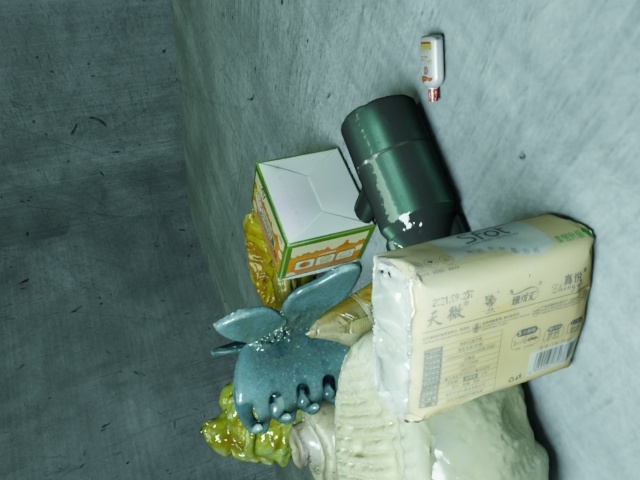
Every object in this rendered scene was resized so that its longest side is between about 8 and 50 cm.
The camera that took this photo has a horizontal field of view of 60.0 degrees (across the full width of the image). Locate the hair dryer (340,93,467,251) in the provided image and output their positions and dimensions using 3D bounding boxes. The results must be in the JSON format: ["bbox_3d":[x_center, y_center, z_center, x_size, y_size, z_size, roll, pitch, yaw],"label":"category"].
[{"bbox_3d":[0.112,-0.046,0.860,0.302,0.116,0.244,107,147,-76],"label":"hair dryer"}]

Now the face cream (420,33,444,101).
[{"bbox_3d":[0.147,-0.225,0.725,0.040,0.021,0.083,-142,41,-62],"label":"face cream"}]

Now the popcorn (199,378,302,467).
[{"bbox_3d":[-0.150,0.503,1.614,0.279,0.335,0.274,-54,29,28],"label":"popcorn"}]

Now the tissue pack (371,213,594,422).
[{"bbox_3d":[0.164,0.078,0.577,0.090,0.222,0.186,-132,33,-59],"label":"tissue pack"}]

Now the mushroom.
[{"bbox_3d":[0.026,0.491,1.331,0.255,0.184,0.255,9,100,61],"label":"mushroom"}]

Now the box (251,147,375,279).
[{"bbox_3d":[-0.022,-0.051,1.085,0.148,0.177,0.195,107,144,-58],"label":"box"}]

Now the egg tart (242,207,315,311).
[{"bbox_3d":[-0.103,0.062,1.465,0.341,0.132,0.342,166,90,-71],"label":"egg tart"}]

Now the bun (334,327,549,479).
[{"bbox_3d":[0.160,0.284,0.752,0.359,0.210,0.360,-179,90,-68],"label":"bun"}]

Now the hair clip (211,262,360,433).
[{"bbox_3d":[-0.053,0.257,1.195,0.239,0.318,0.392,67,158,18],"label":"hair clip"}]

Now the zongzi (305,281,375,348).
[{"bbox_3d":[0.055,0.167,0.989,0.099,0.197,0.195,50,152,34],"label":"zongzi"}]
